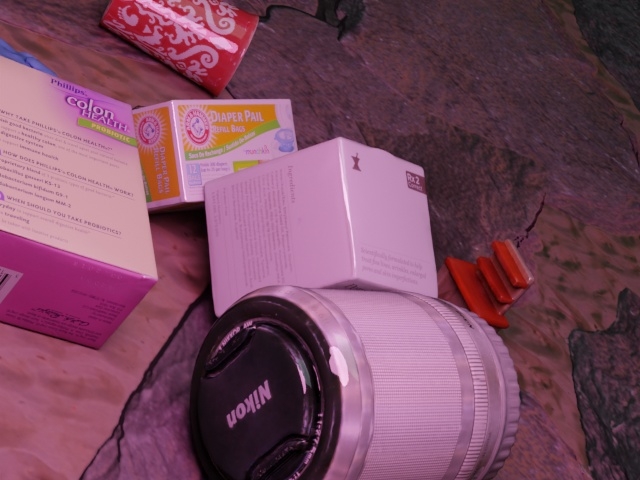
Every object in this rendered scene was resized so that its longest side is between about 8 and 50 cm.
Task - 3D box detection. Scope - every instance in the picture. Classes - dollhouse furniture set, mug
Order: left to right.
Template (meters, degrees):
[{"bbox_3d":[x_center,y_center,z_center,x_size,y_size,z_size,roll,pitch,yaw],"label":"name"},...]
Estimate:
[{"bbox_3d":[-0.182,-0.259,2.181,0.169,0.150,0.113,27,67,-12],"label":"mug"},{"bbox_3d":[0.100,0.043,2.012,0.259,0.135,0.262,13,38,-38],"label":"dollhouse furniture set"}]

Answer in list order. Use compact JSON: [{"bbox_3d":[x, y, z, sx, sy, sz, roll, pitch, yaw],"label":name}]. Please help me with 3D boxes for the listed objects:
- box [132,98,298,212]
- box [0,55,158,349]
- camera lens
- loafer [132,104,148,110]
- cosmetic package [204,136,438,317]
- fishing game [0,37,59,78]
[{"bbox_3d":[-0.125,-0.092,1.937,0.203,0.103,0.114,-7,88,-52],"label":"box"},{"bbox_3d":[-0.287,-0.045,1.697,0.213,0.117,0.243,19,40,-32],"label":"box"},{"bbox_3d":[0.030,0.156,1.687,0.274,0.219,0.219,5,44,-46],"label":"camera lens"},{"bbox_3d":[-0.166,-0.123,2.018,0.062,0.061,0.170,50,30,21],"label":"loafer"},{"bbox_3d":[0.000,0.000,1.833,0.151,0.184,0.151,15,64,-51],"label":"cosmetic package"},{"bbox_3d":[-0.364,-0.185,1.901,0.264,0.041,0.189,30,19,-3],"label":"fishing game"}]
